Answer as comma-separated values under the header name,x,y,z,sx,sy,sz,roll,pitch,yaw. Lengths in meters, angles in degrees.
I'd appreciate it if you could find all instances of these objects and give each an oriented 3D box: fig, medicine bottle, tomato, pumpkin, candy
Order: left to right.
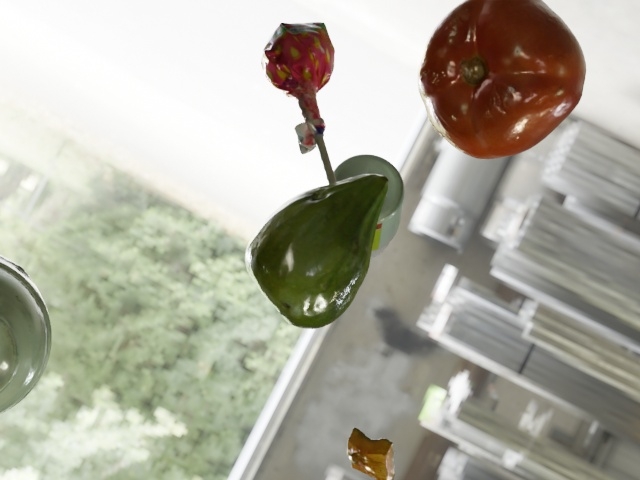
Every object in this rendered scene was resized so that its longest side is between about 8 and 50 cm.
name,x,y,z,sx,sy,sz,roll,pitch,yaw
fig,-0.011,0.012,1.752,0.167,0.233,0.167,16,-141,-14
candy,-0.005,-0.184,2.017,0.124,0.365,0.124,-14,159,-6
medicine bottle,0.080,-0.057,2.352,0.139,0.139,0.225,26,162,9
pumpkin,0.072,0.318,1.838,0.073,0.035,0.101,17,135,27
tomato,0.271,-0.239,1.875,0.180,0.259,0.260,2,-167,-43

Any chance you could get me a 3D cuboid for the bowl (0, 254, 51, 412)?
name,x,y,z,sx,sy,sz,roll,pitch,yaw
bowl,-0.603,0.173,2.154,0.307,0.307,0.163,29,179,-22
